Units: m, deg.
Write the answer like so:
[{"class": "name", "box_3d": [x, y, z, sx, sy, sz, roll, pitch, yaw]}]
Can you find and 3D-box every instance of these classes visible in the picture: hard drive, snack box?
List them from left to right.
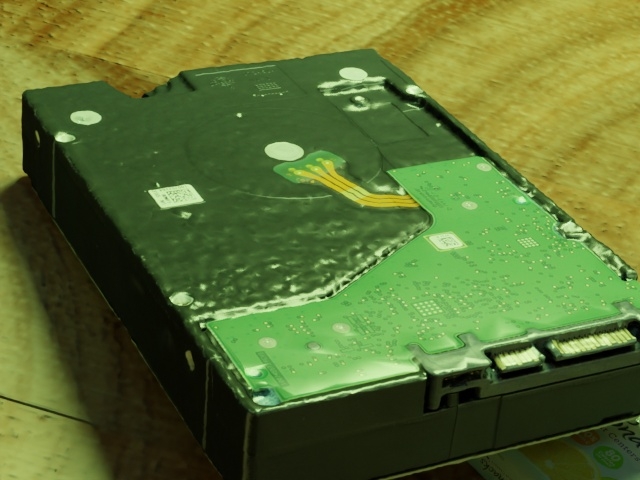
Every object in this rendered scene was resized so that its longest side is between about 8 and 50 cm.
[{"class": "hard drive", "box_3d": [0.000, 0.000, 0.873, 0.237, 0.064, 0.339, -11, 33, -25]}, {"class": "snack box", "box_3d": [0.136, 0.106, 0.823, 0.100, 0.037, 0.141, -16, 43, -35]}]
